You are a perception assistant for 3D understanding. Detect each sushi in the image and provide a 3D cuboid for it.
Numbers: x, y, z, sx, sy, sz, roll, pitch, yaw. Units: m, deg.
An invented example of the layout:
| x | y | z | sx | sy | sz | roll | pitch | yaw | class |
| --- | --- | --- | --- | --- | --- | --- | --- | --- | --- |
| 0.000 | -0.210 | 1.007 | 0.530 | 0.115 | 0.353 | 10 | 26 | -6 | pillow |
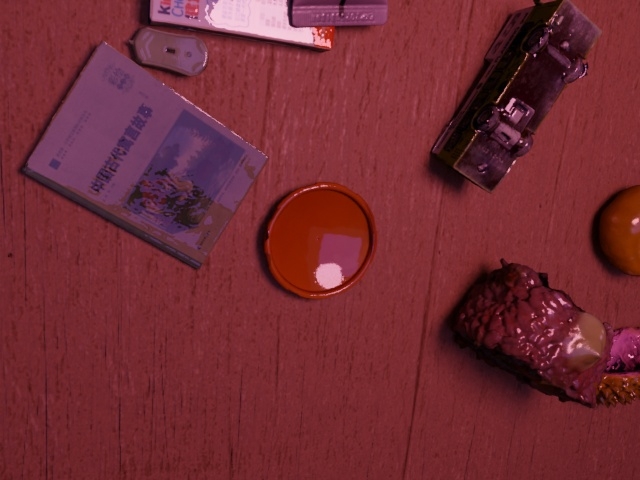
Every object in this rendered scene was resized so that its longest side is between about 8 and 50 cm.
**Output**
| x | y | z | sx | sy | sz | roll | pitch | yaw | class |
| --- | --- | --- | --- | --- | --- | --- | --- | --- | --- |
| 0.383 | 0.164 | 0.978 | 0.270 | 0.236 | 0.170 | 36 | 79 | -18 | sushi |

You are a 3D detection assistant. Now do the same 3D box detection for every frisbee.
| x | y | z | sx | sy | sz | roll | pitch | yaw | class |
| --- | --- | --- | --- | --- | --- | --- | --- | --- | --- |
| 0.000 | 0.000 | 0.912 | 0.192 | 0.035 | 0.192 | -4 | 103 | -18 | frisbee |

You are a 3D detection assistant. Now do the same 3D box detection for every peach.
| x | y | z | sx | sy | sz | roll | pitch | yaw | class |
| --- | --- | --- | --- | --- | --- | --- | --- | --- | --- |
| 0.622 | -0.020 | 1.088 | 0.179 | 0.103 | 0.179 | -4 | 100 | -21 | peach |

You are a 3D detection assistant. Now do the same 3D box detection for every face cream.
| x | y | z | sx | sy | sz | roll | pitch | yaw | class |
| --- | --- | --- | --- | --- | --- | --- | --- | --- | --- |
| 0.034 | -0.437 | 0.768 | 0.154 | 0.096 | 0.273 | -10 | 118 | -23 | face cream |

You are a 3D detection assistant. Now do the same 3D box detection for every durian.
| x | y | z | sx | sy | sz | roll | pitch | yaw | class |
| --- | --- | --- | --- | --- | --- | --- | --- | --- | --- |
| 0.603 | 0.271 | 1.142 | 0.261 | 0.153 | 0.186 | -16 | 131 | -8 | durian |

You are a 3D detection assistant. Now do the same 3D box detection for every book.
| x | y | z | sx | sy | sz | roll | pitch | yaw | class |
| --- | --- | --- | --- | --- | --- | --- | --- | --- | --- |
| -0.240 | -0.112 | 0.813 | 0.283 | 0.025 | 0.214 | 31 | 91 | -24 | book |

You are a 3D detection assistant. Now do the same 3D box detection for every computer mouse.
| x | y | z | sx | sy | sz | roll | pitch | yaw | class |
| --- | --- | --- | --- | --- | --- | --- | --- | --- | --- |
| -0.211 | -0.264 | 0.788 | 0.110 | 0.032 | 0.055 | 11 | 96 | -10 | computer mouse |

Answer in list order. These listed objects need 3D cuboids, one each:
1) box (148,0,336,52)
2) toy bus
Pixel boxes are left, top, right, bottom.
| x | y | z | sx | sy | sz | roll | pitch | yaw | class |
| --- | --- | --- | --- | --- | --- | --- | --- | --- | --- |
| -0.098 | -0.421 | 0.785 | 0.265 | 0.048 | 0.273 | 3 | 101 | -21 | box |
| 0.308 | -0.236 | 0.922 | 0.113 | 0.139 | 0.301 | 30 | 98 | -22 | toy bus |
